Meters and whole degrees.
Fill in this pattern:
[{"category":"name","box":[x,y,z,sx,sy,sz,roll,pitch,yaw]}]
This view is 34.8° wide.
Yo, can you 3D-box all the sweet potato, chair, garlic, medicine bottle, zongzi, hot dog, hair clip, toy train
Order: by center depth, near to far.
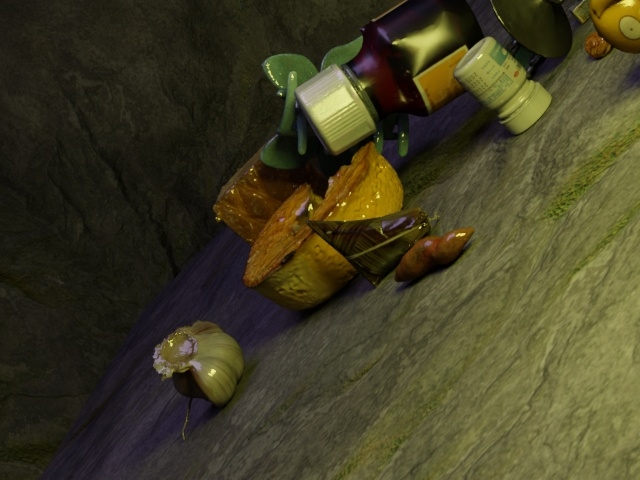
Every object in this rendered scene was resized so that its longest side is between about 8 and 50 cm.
[{"category":"sweet potato","box":[0.185,0.023,1.727,0.055,0.058,0.202,-31,-2,-37]},{"category":"hot dog","box":[0.504,-0.355,1.820,0.058,0.035,0.083,-50,12,-3]},{"category":"chair","box":[0.519,-0.530,1.860,0.401,0.226,0.226,-36,17,46]},{"category":"medicine bottle","box":[0.336,-0.287,1.890,0.105,0.168,0.105,-45,12,12]},{"category":"zongzi","box":[0.097,-0.033,1.907,0.187,0.184,0.084,-44,13,23]},{"category":"medicine bottle","box":[0.140,-0.353,2.147,0.395,0.243,0.242,-27,12,1]},{"category":"toy train","box":[0.414,-0.384,2.162,0.194,0.080,0.125,-60,6,-27]},{"category":"garlic","box":[-0.292,0.305,2.251,0.257,0.207,0.207,-55,11,6]},{"category":"hair clip","box":[0.035,-0.295,2.366,0.238,0.318,0.392,-151,64,-72]}]

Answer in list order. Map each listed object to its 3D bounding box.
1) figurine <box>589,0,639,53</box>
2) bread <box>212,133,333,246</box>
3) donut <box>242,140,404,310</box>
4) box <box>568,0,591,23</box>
[{"category":"figurine","box":[0.508,-0.363,1.451,0.228,0.215,0.215,-59,10,8]},{"category":"bread","box":[-0.092,-0.113,2.668,0.279,0.279,0.207,-47,9,18]},{"category":"donut","box":[0.000,0.000,2.240,0.378,0.163,0.435,-55,15,-26]},{"category":"box","box":[0.588,-0.526,2.054,0.207,0.041,0.050,-46,15,17]}]
